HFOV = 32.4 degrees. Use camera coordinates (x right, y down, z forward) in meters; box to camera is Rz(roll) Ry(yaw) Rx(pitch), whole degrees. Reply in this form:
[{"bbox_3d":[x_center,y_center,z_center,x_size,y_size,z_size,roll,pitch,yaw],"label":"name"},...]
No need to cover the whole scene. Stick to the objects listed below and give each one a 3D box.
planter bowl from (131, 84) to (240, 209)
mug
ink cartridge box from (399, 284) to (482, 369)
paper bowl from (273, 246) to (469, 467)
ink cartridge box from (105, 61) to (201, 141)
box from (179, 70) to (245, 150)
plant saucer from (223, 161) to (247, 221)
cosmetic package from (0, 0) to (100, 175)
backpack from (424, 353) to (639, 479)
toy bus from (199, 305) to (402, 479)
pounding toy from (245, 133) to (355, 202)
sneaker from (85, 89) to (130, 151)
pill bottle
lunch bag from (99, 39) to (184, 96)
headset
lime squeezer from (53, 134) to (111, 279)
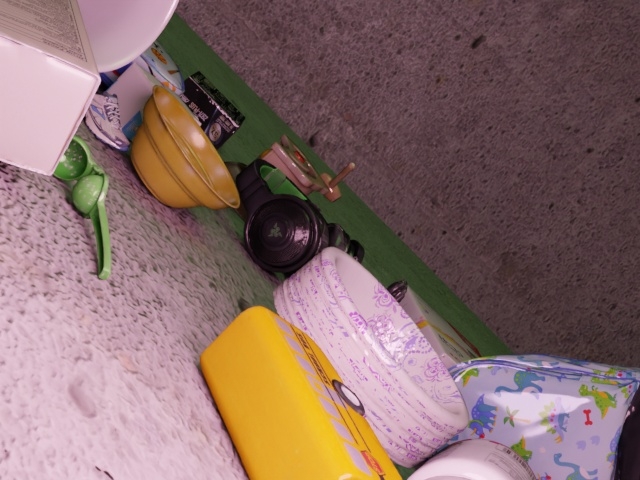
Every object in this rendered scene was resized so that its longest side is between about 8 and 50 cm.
[{"bbox_3d":[-0.216,-0.115,1.631,0.217,0.090,0.217,54,9,-12],"label":"planter bowl"},{"bbox_3d":[-0.380,-0.439,1.645,0.328,0.276,0.374,30,19,23],"label":"mug"},{"bbox_3d":[0.208,0.238,1.958,0.226,0.131,0.306,43,8,-21],"label":"ink cartridge box"},{"bbox_3d":[0.045,0.159,1.381,0.284,0.148,0.284,49,10,-12],"label":"paper bowl"},{"bbox_3d":[-0.274,-0.205,1.803,0.090,0.092,0.143,51,9,32],"label":"ink cartridge box"},{"bbox_3d":[-0.239,-0.273,2.313,0.147,0.077,0.180,45,9,-9],"label":"box"},{"bbox_3d":[-0.088,-0.049,2.125,0.310,0.050,0.310,44,9,-8],"label":"plant saucer"},{"bbox_3d":[-0.352,-0.208,1.228,0.153,0.129,0.296,22,20,-26],"label":"cosmetic package"},{"bbox_3d":[0.329,0.298,1.674,0.355,0.290,0.273,15,3,31],"label":"backpack"},{"bbox_3d":[-0.006,0.217,1.111,0.130,0.108,0.333,38,12,-40],"label":"toy bus"},{"bbox_3d":[-0.038,-0.157,2.171,0.154,0.155,0.269,53,10,13],"label":"pounding toy"},{"bbox_3d":[-0.320,-0.190,1.630,0.135,0.058,0.052,49,9,14],"label":"sneaker"},{"bbox_3d":[0.168,0.324,1.277,0.160,0.160,0.283,48,9,13],"label":"pill bottle"},{"bbox_3d":[-0.375,-0.350,1.927,0.303,0.115,0.243,43,12,-27],"label":"lunch bag"},{"bbox_3d":[0.000,0.000,1.858,0.243,0.185,0.394,35,21,-49],"label":"headset"},{"bbox_3d":[-0.290,-0.076,1.273,0.310,0.059,0.110,51,9,21],"label":"lime squeezer"}]
